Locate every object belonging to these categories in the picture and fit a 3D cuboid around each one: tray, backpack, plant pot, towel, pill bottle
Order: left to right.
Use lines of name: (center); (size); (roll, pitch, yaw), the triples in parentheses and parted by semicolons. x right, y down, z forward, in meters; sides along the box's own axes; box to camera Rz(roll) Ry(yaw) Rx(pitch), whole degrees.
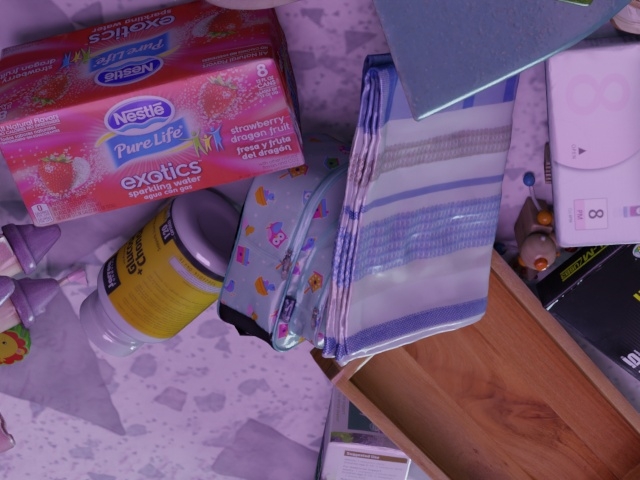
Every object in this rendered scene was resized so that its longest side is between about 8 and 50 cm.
pill bottle: (-0.157, 0.038, 1.623); (0.103, 0.103, 0.184); (35, 123, -24)
backpack: (0.000, 0.000, 1.526); (0.144, 0.166, 0.188); (21, 114, 32)
towel: (0.098, -0.036, 1.463); (0.209, 0.034, 0.285); (-13, 119, -41)
plant pot: (0.139, -0.285, 1.252); (0.252, 0.248, 0.247); (-18, 127, 6)
tray: (0.195, 0.181, 1.694); (0.203, 0.076, 0.411); (-43, 120, 1)

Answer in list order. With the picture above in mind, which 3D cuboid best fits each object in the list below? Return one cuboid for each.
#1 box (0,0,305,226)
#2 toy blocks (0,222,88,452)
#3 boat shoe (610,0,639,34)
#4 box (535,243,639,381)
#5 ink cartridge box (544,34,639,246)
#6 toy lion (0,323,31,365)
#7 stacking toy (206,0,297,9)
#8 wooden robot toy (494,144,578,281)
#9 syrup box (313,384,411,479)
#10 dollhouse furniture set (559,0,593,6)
box: (-0.151, -0.120, 1.456); (0.257, 0.128, 0.123); (-13, 129, 5)
toy blocks: (-0.373, 0.025, 1.563); (0.260, 0.309, 0.288); (-29, 153, -10)
boat shoe: (0.322, -0.203, 1.425); (0.135, 0.050, 0.045); (3, 136, 1)
box: (0.343, 0.047, 1.617); (0.184, 0.045, 0.190); (-42, 122, 20)
ink cartridge box: (0.324, -0.095, 1.477); (0.232, 0.066, 0.189); (-3, 110, 11)
toy lion: (-0.361, 0.099, 1.738); (0.100, 0.034, 0.096); (0, 138, 4)
stacking toy: (-0.069, -0.355, 1.280); (0.141, 0.141, 0.330); (-7, 124, 9)
wooden robot toy: (0.223, -0.004, 1.580); (0.076, 0.079, 0.173); (12, 130, -6)
syrup box: (0.041, 0.274, 1.818); (0.096, 0.093, 0.237); (7, 130, -2)
dollhouse furniture set: (0.227, -0.262, 1.066); (0.301, 0.151, 0.197); (7, 119, -25)
